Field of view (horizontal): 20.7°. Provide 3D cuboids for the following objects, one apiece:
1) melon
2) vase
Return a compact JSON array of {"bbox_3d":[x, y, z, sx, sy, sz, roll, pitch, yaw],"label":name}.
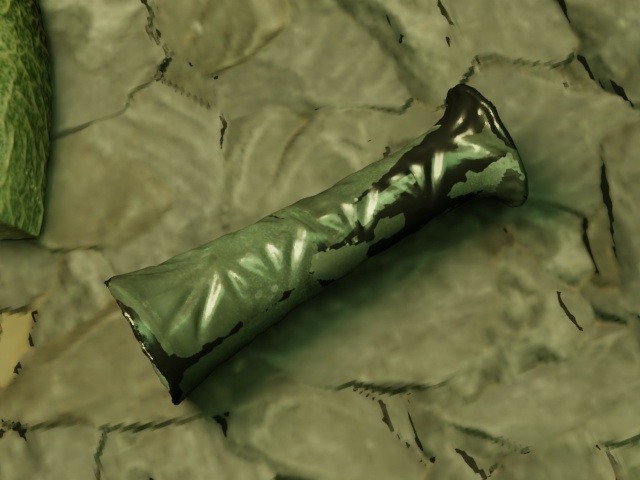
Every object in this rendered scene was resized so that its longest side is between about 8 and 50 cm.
[{"bbox_3d":[-0.160,-0.087,0.740,0.098,0.054,0.182,2,73,16],"label":"melon"},{"bbox_3d":[0.000,0.000,0.703,0.167,0.059,0.059,-30,77,-8],"label":"vase"}]
